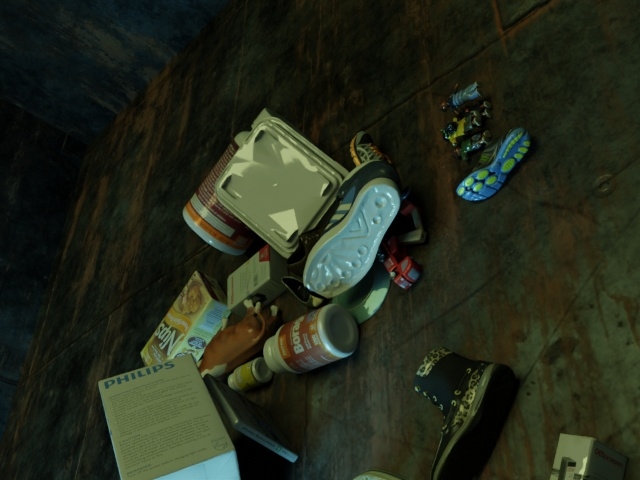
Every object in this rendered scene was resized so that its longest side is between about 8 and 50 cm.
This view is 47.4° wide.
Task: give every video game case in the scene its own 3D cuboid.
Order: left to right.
[{"bbox_3d":[-0.160,0.396,1.633,0.023,0.193,0.212,-51,33,-3],"label":"video game case"}]

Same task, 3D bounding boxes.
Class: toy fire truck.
[{"bbox_3d":[0.188,0.004,1.610,0.135,0.047,0.192,-45,38,15],"label":"toy fire truck"}]

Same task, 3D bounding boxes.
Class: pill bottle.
[{"bbox_3d":[-0.178,0.338,1.820,0.116,0.065,0.065,-30,43,38],"label":"pill bottle"},{"bbox_3d":[-0.201,-0.170,2.107,0.392,0.224,0.224,-52,34,13],"label":"pill bottle"},{"bbox_3d":[-0.027,0.231,1.651,0.216,0.121,0.121,-29,44,39],"label":"pill bottle"}]

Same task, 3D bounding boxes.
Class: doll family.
[{"bbox_3d":[0.318,-0.270,1.635,0.111,0.076,0.193,-27,40,46],"label":"doll family"}]

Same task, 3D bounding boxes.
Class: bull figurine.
[{"bbox_3d":[-0.233,0.269,1.888,0.310,0.101,0.188,-31,26,30],"label":"bull figurine"}]

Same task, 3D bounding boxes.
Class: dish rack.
[{"bbox_3d":[-0.111,-0.142,1.922,0.333,0.072,0.286,39,100,16],"label":"dish rack"}]

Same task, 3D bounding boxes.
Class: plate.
[{"bbox_3d":[0.087,0.107,1.686,0.188,0.024,0.188,-33,42,35],"label":"plate"}]

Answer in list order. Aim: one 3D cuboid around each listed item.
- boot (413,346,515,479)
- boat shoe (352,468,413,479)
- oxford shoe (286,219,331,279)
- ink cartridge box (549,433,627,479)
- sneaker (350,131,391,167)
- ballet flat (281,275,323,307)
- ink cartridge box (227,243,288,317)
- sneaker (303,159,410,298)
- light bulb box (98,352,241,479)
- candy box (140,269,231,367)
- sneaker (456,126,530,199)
[{"bbox_3d":[0.227,0.307,1.291,0.178,0.085,0.236,15,75,60],"label":"boot"},{"bbox_3d":[0.249,0.480,1.061,0.500,0.156,0.187,15,82,44],"label":"boat shoe"},{"bbox_3d":[0.000,0.000,1.823,0.227,0.096,0.083,-50,32,11],"label":"oxford shoe"},{"bbox_3d":[0.375,0.355,1.035,0.056,0.099,0.135,-5,60,53],"label":"ink cartridge box"},{"bbox_3d":[0.135,-0.191,1.812,0.083,0.084,0.215,-34,50,30],"label":"sneaker"},{"bbox_3d":[-0.045,0.129,1.821,0.173,0.049,0.058,17,80,56],"label":"ballet flat"},{"bbox_3d":[-0.171,0.113,1.981,0.175,0.072,0.127,-38,39,30],"label":"ink cartridge box"},{"bbox_3d":[0.074,-0.039,1.667,0.323,0.130,0.236,-57,12,19],"label":"sneaker"},{"bbox_3d":[-0.313,0.504,1.573,0.361,0.225,0.358,-135,36,-56],"label":"light bulb box"},{"bbox_3d":[-0.398,0.268,2.149,0.316,0.087,0.183,-55,33,7],"label":"candy box"},{"bbox_3d":[0.359,-0.158,1.508,0.188,0.067,0.078,-50,13,18],"label":"sneaker"}]
